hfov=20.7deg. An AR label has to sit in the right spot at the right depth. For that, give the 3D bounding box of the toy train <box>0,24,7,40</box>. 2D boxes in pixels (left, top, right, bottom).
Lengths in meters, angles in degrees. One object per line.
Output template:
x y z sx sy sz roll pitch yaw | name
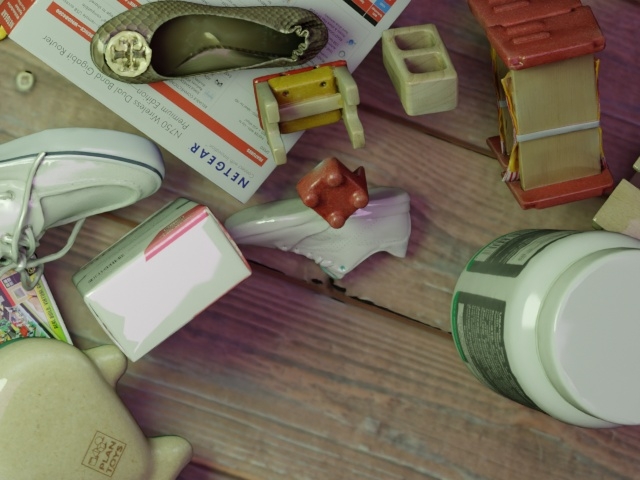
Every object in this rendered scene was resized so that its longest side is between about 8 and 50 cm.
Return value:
-0.361 -0.278 1.904 0.166 0.046 0.125 -22 95 -8 | toy train

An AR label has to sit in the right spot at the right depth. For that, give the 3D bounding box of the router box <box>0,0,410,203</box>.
-0.116 -0.250 1.837 0.335 0.082 0.301 36 97 -32 | router box

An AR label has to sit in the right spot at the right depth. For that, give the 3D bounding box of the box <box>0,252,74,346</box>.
-0.325 0.130 1.924 0.114 0.036 0.207 -23 95 -8 | box

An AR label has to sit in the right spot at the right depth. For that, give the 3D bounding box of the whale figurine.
-0.271 0.208 1.865 0.272 0.141 0.216 29 79 -32 | whale figurine

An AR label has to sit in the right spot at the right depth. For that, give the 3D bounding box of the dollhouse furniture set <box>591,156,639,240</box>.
0.392 -0.030 1.961 0.123 0.151 0.144 37 85 11 | dollhouse furniture set

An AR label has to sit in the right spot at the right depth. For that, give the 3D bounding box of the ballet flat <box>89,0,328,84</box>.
-0.108 -0.199 1.780 0.249 0.058 0.084 -5 116 -20 | ballet flat

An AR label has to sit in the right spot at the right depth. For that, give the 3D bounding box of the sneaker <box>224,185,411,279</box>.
0.000 0.000 1.959 0.212 0.080 0.094 -6 107 -9 | sneaker

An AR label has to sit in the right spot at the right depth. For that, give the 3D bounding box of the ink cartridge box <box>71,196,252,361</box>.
-0.172 0.036 1.855 0.158 0.218 0.092 -37 102 -6 | ink cartridge box

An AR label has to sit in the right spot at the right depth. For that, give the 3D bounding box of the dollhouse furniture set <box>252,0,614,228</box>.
0.121 -0.135 1.896 0.374 0.152 0.201 -12 126 -4 | dollhouse furniture set

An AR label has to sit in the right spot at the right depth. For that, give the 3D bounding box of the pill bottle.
0.273 0.090 1.855 0.204 0.361 0.204 0 92 -9 | pill bottle

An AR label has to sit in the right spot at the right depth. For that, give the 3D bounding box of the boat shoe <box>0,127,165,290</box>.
-0.341 -0.015 1.842 0.367 0.136 0.156 -6 62 -7 | boat shoe
